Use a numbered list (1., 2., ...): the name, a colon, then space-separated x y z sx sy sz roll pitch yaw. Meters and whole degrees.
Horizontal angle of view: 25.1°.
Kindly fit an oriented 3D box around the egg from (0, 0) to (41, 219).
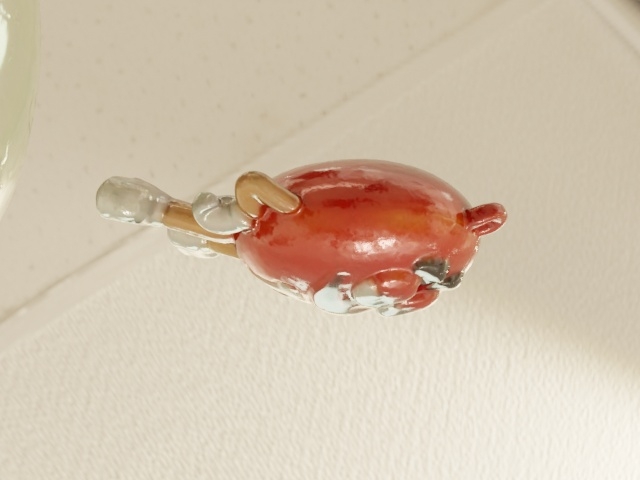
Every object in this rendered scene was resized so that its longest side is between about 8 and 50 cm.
1. egg: -0.300 -0.080 0.797 0.283 0.283 0.345 8 -93 12

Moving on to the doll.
1. doll: 0.000 0.000 0.814 0.217 0.183 0.085 3 -101 17
